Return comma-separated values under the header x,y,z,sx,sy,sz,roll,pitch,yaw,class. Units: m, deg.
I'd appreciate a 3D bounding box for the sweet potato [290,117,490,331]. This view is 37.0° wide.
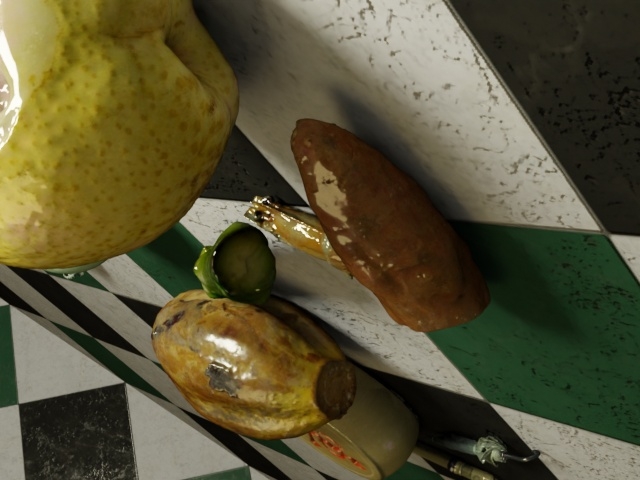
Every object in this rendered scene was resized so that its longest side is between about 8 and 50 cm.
x,y,z,sx,sy,sz,roll,pitch,yaw,class
0.055,-0.005,0.775,0.097,0.097,0.252,12,152,48,sweet potato

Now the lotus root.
x,y,z,sx,sy,sz,roll,pitch,yaw,class
-0.089,0.152,1.248,0.290,0.193,0.193,22,157,35,lotus root

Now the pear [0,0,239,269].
x,y,z,sx,sy,sz,roll,pitch,yaw,class
-0.195,-0.106,0.733,0.271,0.271,0.271,31,160,12,pear

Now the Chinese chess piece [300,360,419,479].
x,y,z,sx,sy,sz,roll,pitch,yaw,class
0.024,0.252,1.413,0.250,0.097,0.251,31,160,13,Chinese chess piece

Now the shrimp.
x,y,z,sx,sy,sz,roll,pitch,yaw,class
0.000,0.000,0.975,0.180,0.041,0.099,26,174,21,shrimp

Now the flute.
x,y,z,sx,sy,sz,roll,pitch,yaw,class
0.172,0.329,1.455,0.233,0.027,0.027,15,152,46,flute

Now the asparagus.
x,y,z,sx,sy,sz,roll,pitch,yaw,class
-0.105,0.034,1.116,0.085,0.082,0.343,12,172,-9,asparagus

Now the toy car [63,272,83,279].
x,y,z,sx,sy,sz,roll,pitch,yaw,class
-0.521,0.005,1.800,0.204,0.056,0.095,29,160,27,toy car

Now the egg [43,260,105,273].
x,y,z,sx,sy,sz,roll,pitch,yaw,class
-0.344,-0.029,1.287,0.192,0.149,0.149,15,152,47,egg

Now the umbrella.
x,y,z,sx,sy,sz,roll,pitch,yaw,class
0.197,0.274,1.269,0.269,0.044,0.044,-15,96,65,umbrella
